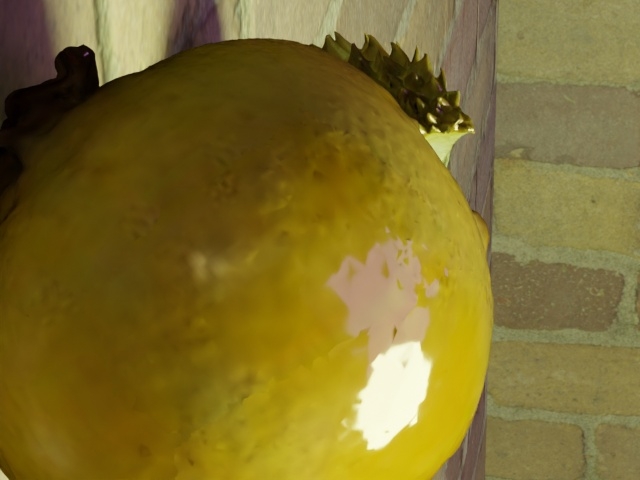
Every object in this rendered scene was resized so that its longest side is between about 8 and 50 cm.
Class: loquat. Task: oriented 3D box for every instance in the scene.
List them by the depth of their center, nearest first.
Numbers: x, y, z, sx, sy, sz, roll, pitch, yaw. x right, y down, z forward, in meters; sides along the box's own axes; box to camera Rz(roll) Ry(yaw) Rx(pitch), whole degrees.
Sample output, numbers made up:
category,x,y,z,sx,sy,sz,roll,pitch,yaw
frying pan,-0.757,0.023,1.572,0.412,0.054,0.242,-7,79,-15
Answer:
category,x,y,z,sx,sy,sz,roll,pitch,yaw
loquat,-0.046,0.023,0.722,0.244,0.243,0.244,5,90,-79

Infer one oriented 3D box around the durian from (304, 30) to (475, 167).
category,x,y,z,sx,sy,sz,roll,pitch,yaw
durian,0.000,0.000,1.070,0.172,0.166,0.306,-65,167,-55
